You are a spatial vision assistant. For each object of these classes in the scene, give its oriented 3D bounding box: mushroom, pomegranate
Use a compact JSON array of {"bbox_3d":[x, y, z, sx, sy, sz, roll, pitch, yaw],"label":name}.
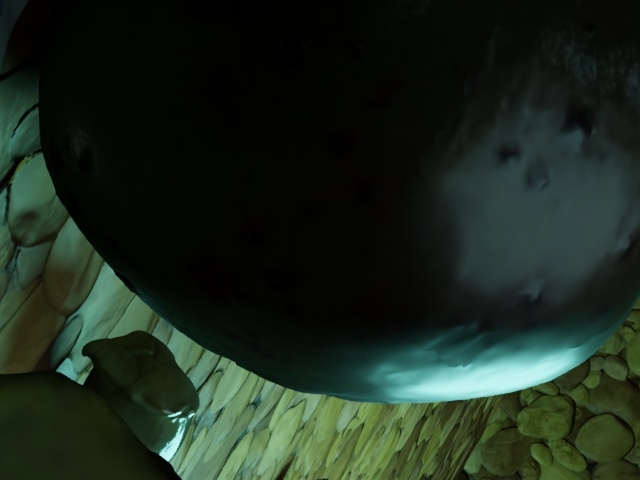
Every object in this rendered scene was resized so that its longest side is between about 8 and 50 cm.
[{"bbox_3d":[-0.148,0.177,0.928,0.278,0.099,0.096,-66,-165,-5],"label":"mushroom"},{"bbox_3d":[0.019,-0.089,0.750,0.291,0.291,0.323,-20,110,-71],"label":"pomegranate"}]

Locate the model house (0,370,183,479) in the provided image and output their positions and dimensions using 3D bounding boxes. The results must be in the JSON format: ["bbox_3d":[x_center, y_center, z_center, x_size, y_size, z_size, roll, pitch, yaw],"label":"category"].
[{"bbox_3d":[-0.168,0.217,0.730,0.321,0.261,0.266,-41,-174,-16],"label":"model house"}]

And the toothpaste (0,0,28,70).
[{"bbox_3d":[-0.113,-0.110,0.588,0.099,0.068,0.282,-27,-145,58],"label":"toothpaste"}]

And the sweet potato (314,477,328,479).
[{"bbox_3d":[-0.048,0.297,1.591,0.206,0.068,0.060,-49,156,-19],"label":"sweet potato"}]
